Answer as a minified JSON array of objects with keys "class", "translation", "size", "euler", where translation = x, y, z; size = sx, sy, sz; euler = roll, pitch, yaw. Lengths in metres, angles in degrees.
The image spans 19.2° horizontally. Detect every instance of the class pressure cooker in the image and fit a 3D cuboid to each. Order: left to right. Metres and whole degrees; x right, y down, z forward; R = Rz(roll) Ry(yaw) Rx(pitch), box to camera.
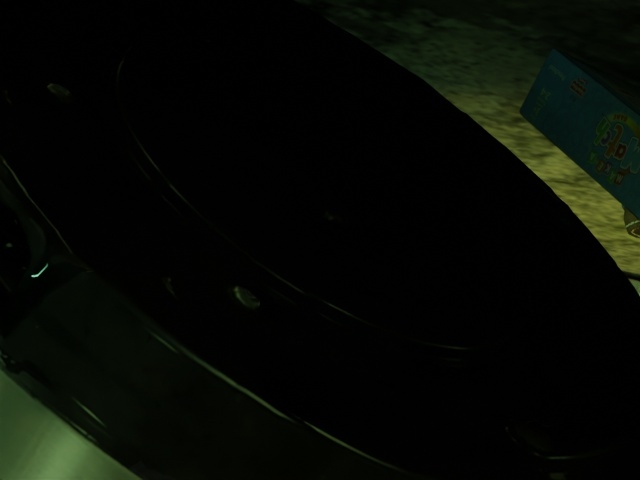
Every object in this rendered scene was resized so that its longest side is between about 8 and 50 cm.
[{"class":"pressure cooker","translation":[-0.102,0.126,0.799],"size":[0.375,0.420,0.370],"euler":[42,-155,16]}]

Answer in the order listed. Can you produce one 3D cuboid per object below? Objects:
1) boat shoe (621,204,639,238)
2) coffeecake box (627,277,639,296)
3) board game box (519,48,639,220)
[{"class":"boat shoe","translation":[0.241,0.015,0.974],"size":[0.183,0.066,0.066],"euler":[14,167,-2]},{"class":"coffeecake box","translation":[0.225,0.077,1.260],"size":[0.185,0.068,0.142],"euler":[13,167,1]},{"class":"board game box","translation":[0.208,-0.006,0.822],"size":[0.211,0.039,0.160],"euler":[19,-163,-28]}]
